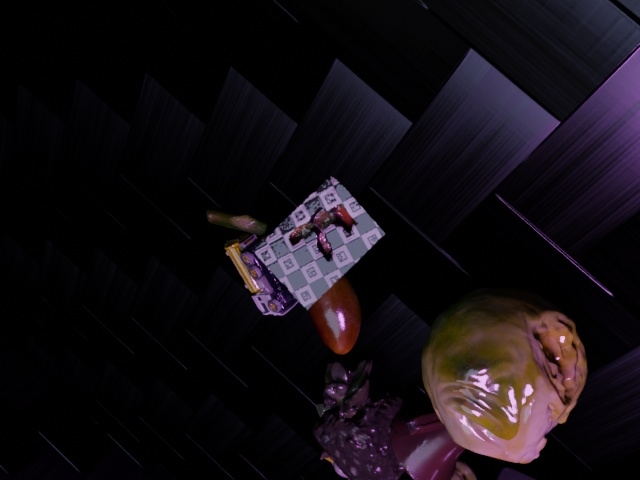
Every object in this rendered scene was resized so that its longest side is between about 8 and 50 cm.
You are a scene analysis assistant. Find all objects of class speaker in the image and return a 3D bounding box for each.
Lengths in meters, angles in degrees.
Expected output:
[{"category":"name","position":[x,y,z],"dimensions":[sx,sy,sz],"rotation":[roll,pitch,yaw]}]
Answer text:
[{"category":"speaker","position":[0.282,0.407,1.581],"dimensions":[0.259,0.198,0.329],"rotation":[17,135,-13]}]

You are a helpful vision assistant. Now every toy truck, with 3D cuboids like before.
[{"category":"toy truck","position":[-0.152,0.084,1.768],"dimensions":[0.114,0.098,0.226],"rotation":[-14,109,49]}]

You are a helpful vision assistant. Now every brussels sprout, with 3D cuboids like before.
[{"category":"brussels sprout","position":[0.350,0.257,1.333],"dimensions":[0.344,0.268,0.343],"rotation":[-2,85,21]}]

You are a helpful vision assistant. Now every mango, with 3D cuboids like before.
[{"category":"mango","position":[0.025,0.141,1.648],"dimensions":[0.133,0.111,0.267],"rotation":[-21,91,49]}]

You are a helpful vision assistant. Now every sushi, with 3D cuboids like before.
[{"category":"sushi","position":[0.000,0.000,1.578],"dimensions":[0.192,0.043,0.279],"rotation":[47,114,6]}]

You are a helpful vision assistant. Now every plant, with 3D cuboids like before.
[{"category":"plant","position":[0.097,0.457,1.768],"dimensions":[0.215,0.213,0.312],"rotation":[-6,119,44]}]

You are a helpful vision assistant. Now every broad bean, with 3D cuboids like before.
[{"category":"broad bean","position":[0.333,0.638,1.837],"dimensions":[0.153,0.072,0.207],"rotation":[53,150,-4]}]

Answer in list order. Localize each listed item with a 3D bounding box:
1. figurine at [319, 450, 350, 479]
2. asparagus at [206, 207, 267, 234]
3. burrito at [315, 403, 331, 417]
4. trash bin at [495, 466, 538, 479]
[{"category":"figurine","position":[0.102,0.656,2.004],"dimensions":[0.137,0.112,0.229],"rotation":[-6,130,48]},{"category":"asparagus","position":[-0.216,-0.048,1.757],"dimensions":[0.178,0.041,0.045],"rotation":[13,122,30]},{"category":"burrito","position":[0.064,0.551,1.926],"dimensions":[0.060,0.087,0.225],"rotation":[61,-174,-73]},{"category":"trash bin","position":[0.502,0.694,1.712],"dimensions":[0.177,0.101,0.236],"rotation":[19,130,29]}]
